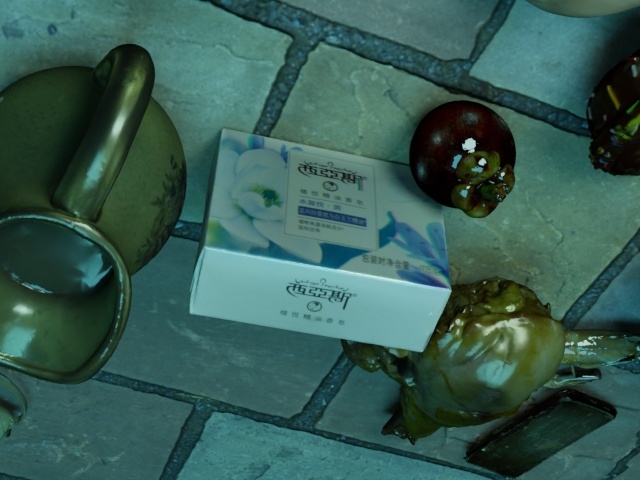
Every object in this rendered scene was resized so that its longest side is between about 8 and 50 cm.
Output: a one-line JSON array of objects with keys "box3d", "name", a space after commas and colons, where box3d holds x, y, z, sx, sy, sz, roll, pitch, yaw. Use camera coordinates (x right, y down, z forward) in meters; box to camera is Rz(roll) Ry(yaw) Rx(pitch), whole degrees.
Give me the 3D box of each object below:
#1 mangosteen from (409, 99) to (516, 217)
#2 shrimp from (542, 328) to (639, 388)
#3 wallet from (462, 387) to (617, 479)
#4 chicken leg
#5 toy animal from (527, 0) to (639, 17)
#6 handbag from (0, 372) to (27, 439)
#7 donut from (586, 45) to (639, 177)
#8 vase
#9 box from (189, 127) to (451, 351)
[{"box3d": [0.165, -0.085, 1.082, 0.140, 0.140, 0.140, 1, 133, 1], "name": "mangosteen"}, {"box3d": [0.375, 0.167, 1.378, 0.250, 0.052, 0.144, -3, 145, 12], "name": "shrimp"}, {"box3d": [0.337, 0.299, 1.507, 0.121, 0.031, 0.232, 25, 131, -28], "name": "wallet"}, {"box3d": [0.136, 0.163, 1.327, 0.295, 0.182, 0.409, 20, 147, -4], "name": "chicken leg"}, {"box3d": [0.314, -0.264, 0.871, 0.256, 0.213, 0.195, 9, 90, -16], "name": "toy animal"}, {"box3d": [-0.574, 0.240, 1.445, 0.219, 0.079, 0.256, -35, 125, 24], "name": "handbag"}, {"box3d": [0.377, -0.150, 1.008, 0.216, 0.096, 0.230, 5, 154, -46], "name": "donut"}, {"box3d": [-0.249, -0.059, 1.004, 0.240, 0.302, 0.329, 22, 129, -17], "name": "vase"}, {"box3d": [0.000, -0.002, 1.117, 0.274, 0.203, 0.116, 11, 132, -8], "name": "box"}]
